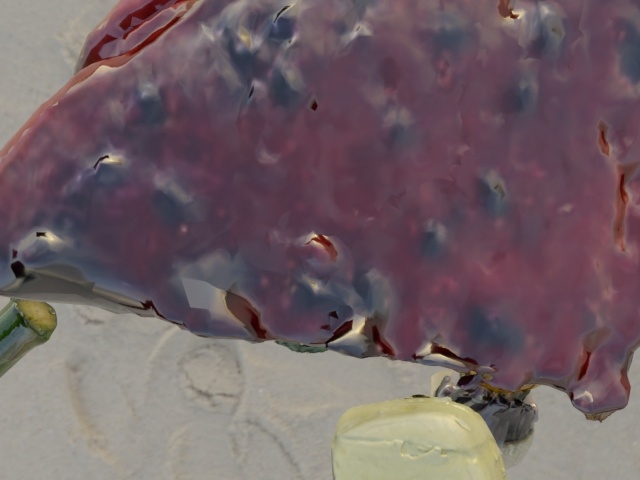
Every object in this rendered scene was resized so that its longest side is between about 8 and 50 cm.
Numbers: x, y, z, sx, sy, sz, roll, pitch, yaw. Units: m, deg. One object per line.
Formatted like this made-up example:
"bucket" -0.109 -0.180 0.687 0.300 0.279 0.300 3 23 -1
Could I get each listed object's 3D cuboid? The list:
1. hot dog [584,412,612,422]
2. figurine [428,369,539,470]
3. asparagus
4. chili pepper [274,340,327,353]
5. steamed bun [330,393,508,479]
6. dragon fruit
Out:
"hot dog" 0.308 0.158 1.142 0.035 0.058 0.083 -2 90 51
"figurine" 0.263 0.239 1.618 0.185 0.332 0.205 17 62 7
"asparagus" -0.292 0.111 0.863 0.178 0.045 0.041 -41 48 17
"chili pepper" 0.003 0.001 0.880 0.062 0.108 0.216 7 51 22
"steamed bun" 0.146 0.339 1.388 0.232 0.166 0.273 -14 92 22
"dragon fruit" -0.001 -0.065 0.524 0.285 0.329 0.228 7 93 -1
